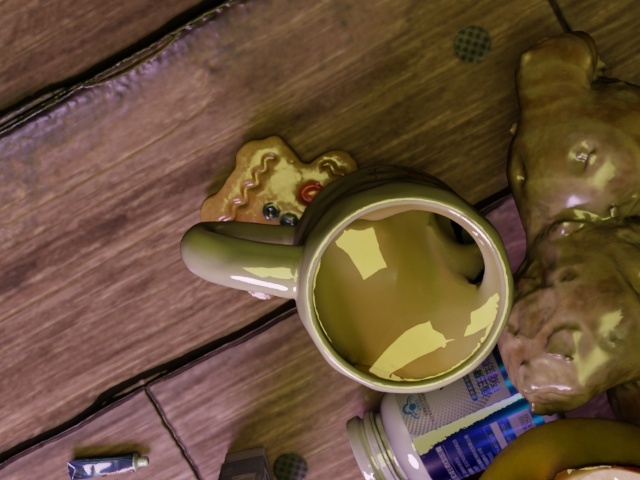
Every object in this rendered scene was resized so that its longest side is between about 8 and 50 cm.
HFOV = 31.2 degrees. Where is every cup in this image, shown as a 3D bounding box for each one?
[{"bbox_3d":[0.023,0.038,0.974,0.255,0.202,0.173,-16,99,-1],"label":"cup"}]

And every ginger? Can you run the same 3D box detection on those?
[{"bbox_3d":[0.249,0.001,0.990,0.256,0.176,0.376,-4,81,-37],"label":"ginger"}]

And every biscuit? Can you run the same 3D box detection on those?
[{"bbox_3d":[0.000,0.000,1.088,0.225,0.036,0.166,36,99,-5],"label":"biscuit"}]

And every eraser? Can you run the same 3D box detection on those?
[{"bbox_3d":[-0.067,0.269,1.054,0.046,0.212,0.092,-13,101,3],"label":"eraser"}]

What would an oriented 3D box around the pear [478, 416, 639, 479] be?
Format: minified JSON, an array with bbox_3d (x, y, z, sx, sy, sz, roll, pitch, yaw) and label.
[{"bbox_3d":[0.286,0.292,0.943,0.340,0.191,0.386,-38,99,23],"label":"pear"}]

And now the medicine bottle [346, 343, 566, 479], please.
[{"bbox_3d":[0.126,0.169,1.079,0.191,0.107,0.107,-25,99,7],"label":"medicine bottle"}]

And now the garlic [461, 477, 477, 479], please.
[{"bbox_3d":[0.219,0.288,1.108,0.206,0.128,0.115,-7,125,-3],"label":"garlic"}]

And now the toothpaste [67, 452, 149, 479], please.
[{"bbox_3d":[-0.213,0.226,1.150,0.083,0.019,0.027,-8,125,5],"label":"toothpaste"}]
